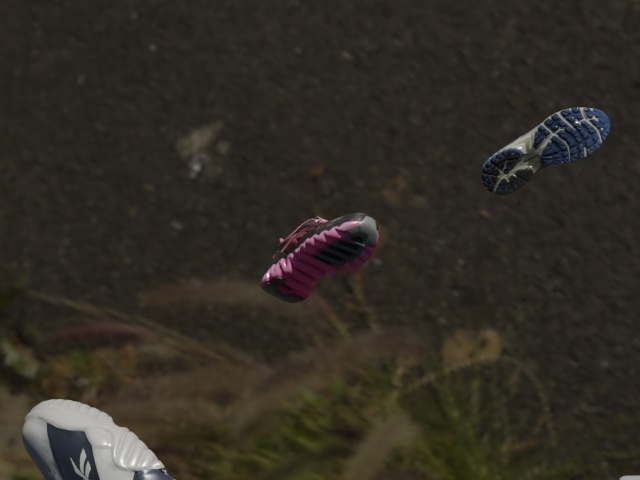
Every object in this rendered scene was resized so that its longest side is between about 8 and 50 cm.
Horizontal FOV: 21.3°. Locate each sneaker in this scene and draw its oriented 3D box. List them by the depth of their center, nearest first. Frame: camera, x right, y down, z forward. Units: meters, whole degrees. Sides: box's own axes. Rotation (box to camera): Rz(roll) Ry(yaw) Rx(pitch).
[{"bbox_3d":[-0.142,0.218,1.038,0.153,0.235,0.094,-35,-8,-29],"label":"sneaker"},{"bbox_3d":[0.000,0.000,1.264,0.119,0.047,0.057,-31,36,43],"label":"sneaker"},{"bbox_3d":[0.218,-0.094,1.668,0.135,0.052,0.058,-25,8,10],"label":"sneaker"}]

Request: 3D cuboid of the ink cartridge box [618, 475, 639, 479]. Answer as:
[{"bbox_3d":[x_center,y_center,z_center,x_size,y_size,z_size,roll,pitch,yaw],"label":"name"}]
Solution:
[{"bbox_3d":[0.262,0.270,1.365,0.224,0.045,0.223,-9,27,31],"label":"ink cartridge box"}]
